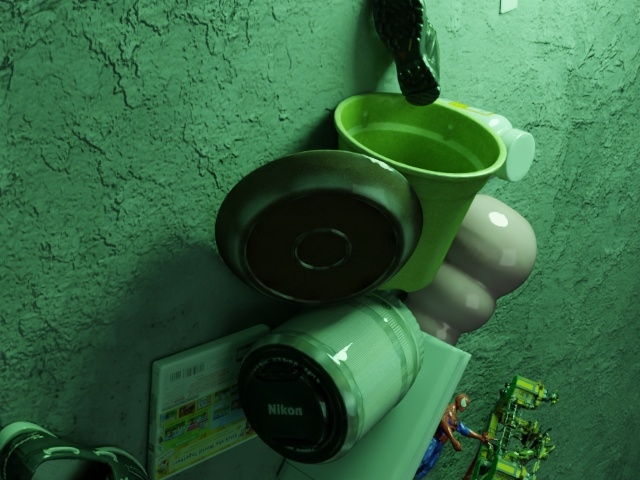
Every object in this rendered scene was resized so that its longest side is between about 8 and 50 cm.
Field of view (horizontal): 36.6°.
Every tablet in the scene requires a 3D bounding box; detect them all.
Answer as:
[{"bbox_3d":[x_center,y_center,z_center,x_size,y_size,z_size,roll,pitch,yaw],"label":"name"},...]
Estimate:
[{"bbox_3d":[0.352,-0.467,1.792,0.054,0.006,0.083,-28,129,-39],"label":"tablet"}]

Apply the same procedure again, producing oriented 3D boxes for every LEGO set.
[{"bbox_3d":[0.472,0.485,2.173,0.331,0.192,0.255,-66,177,-46],"label":"LEGO set"}]

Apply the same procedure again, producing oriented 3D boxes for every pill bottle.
[{"bbox_3d":[0.259,-0.171,1.671,0.118,0.208,0.117,-26,127,-40],"label":"pill bottle"}]

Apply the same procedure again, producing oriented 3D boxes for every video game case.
[{"bbox_3d":[-0.175,0.254,1.533,0.227,0.026,0.206,-16,121,-46],"label":"video game case"}]

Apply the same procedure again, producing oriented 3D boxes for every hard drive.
[{"bbox_3d":[0.090,0.312,1.704,0.047,0.233,0.353,30,85,-52],"label":"hard drive"}]

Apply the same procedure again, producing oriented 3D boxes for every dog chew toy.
[{"bbox_3d":[0.256,0.078,1.819,0.331,0.207,0.207,-54,141,-2],"label":"dog chew toy"}]

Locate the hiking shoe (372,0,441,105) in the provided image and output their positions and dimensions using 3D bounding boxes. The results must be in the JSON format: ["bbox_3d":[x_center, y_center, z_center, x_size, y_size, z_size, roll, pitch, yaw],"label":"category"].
[{"bbox_3d":[0.142,-0.336,1.566,0.114,0.086,0.226,-67,145,-64],"label":"hiking shoe"}]

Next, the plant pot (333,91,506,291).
[{"bbox_3d":[0.132,-0.065,1.564,0.276,0.276,0.253,-21,134,-43],"label":"plant pot"}]

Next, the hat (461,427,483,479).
[{"bbox_3d":[0.346,0.602,2.326,0.209,0.183,0.173,-26,131,18],"label":"hat"}]

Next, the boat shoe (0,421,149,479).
[{"bbox_3d":[-0.327,0.340,1.344,0.302,0.091,0.114,34,82,-52],"label":"boat shoe"}]

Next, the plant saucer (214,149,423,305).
[{"bbox_3d":[0.000,0.000,1.424,0.311,0.050,0.310,-3,134,-3],"label":"plant saucer"}]

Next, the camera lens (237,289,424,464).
[{"bbox_3d":[0.019,0.210,1.550,0.274,0.219,0.219,-31,131,-52],"label":"camera lens"}]

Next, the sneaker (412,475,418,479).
[{"bbox_3d":[0.129,0.440,1.928,0.130,0.109,0.286,-24,124,-33],"label":"sneaker"}]

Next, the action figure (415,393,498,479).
[{"bbox_3d":[0.270,0.465,2.083,0.280,0.139,0.091,-59,143,-13],"label":"action figure"}]
